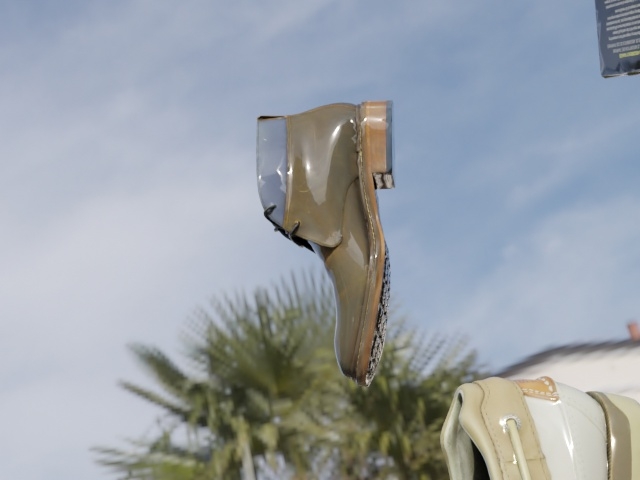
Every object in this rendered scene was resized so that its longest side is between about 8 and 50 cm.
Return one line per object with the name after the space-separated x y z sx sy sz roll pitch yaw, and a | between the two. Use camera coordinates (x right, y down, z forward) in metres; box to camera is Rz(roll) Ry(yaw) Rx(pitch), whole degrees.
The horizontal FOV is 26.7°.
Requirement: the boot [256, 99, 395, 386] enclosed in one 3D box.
0.000 0.000 1.007 0.106 0.219 0.082 2 -19 7 | boot

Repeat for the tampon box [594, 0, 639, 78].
0.234 -0.183 0.803 0.120 0.161 0.101 -7 5 -9 | tampon box

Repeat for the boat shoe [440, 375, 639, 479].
0.103 0.212 0.684 0.103 0.302 0.113 14 -34 -10 | boat shoe
